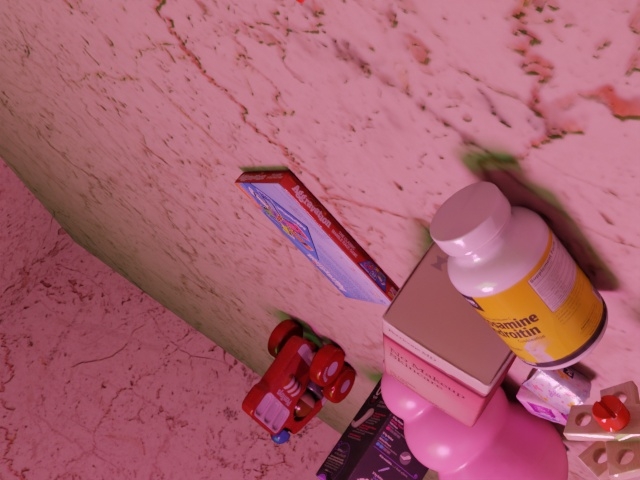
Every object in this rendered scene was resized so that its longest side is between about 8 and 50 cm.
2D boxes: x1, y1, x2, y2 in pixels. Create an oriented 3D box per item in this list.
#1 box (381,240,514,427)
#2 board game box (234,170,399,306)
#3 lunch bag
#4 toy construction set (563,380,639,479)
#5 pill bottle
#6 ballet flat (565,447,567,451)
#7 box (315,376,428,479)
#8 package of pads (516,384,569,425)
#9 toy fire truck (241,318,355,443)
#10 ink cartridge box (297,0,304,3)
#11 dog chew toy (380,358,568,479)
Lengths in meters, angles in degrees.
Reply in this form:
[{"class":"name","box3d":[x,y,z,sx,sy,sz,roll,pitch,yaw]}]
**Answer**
[{"class":"box","box3d":[0.171,0.127,0.904,0.148,0.127,0.232,31,162,19]},{"class":"board game box","box3d":[0.000,0.000,1.079,0.281,0.027,0.145,46,159,-27]},{"class":"lunch bag","box3d":[0.307,0.184,0.915,0.071,0.053,0.083,34,172,16]},{"class":"toy construction set","box3d":[0.403,0.221,0.694,0.327,0.151,0.215,33,166,-26]},{"class":"pill bottle","box3d":[0.187,0.033,0.678,0.184,0.103,0.103,45,161,-24]},{"class":"ballet flat","box3d":[0.344,0.361,1.263,0.070,0.070,0.188,46,160,-25]},{"class":"box","box3d":[0.141,0.437,1.502,0.143,0.270,0.165,40,162,-10]},{"class":"package of pads","box3d":[0.332,0.240,1.037,0.050,0.032,0.083,45,161,-26]},{"class":"toy fire truck","box3d":[-0.062,0.360,1.725,0.169,0.254,0.302,27,160,30]},{"class":"ink cartridge box","box3d":[-0.151,-0.325,0.449,0.385,0.091,0.308,39,162,-3]},{"class":"dog chew toy","box3d":[0.229,0.297,1.128,0.332,0.206,0.206,45,163,2]}]
